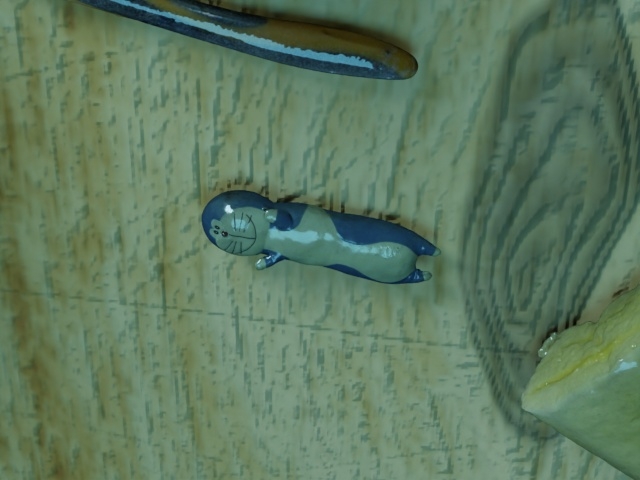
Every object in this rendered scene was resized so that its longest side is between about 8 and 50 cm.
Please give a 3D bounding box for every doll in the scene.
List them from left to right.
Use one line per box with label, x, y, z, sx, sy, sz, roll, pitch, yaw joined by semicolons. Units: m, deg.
doll;0.000;0.000;0.998;0.125;0.027;0.037;12;123;-8

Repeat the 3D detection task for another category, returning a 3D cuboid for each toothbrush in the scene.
toothbrush;-0.108;-0.117;0.904;0.321;0.023;0.031;11;137;-6

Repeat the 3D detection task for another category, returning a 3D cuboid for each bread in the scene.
bread;0.218;0.088;1.045;0.178;0.060;0.139;35;125;-25
